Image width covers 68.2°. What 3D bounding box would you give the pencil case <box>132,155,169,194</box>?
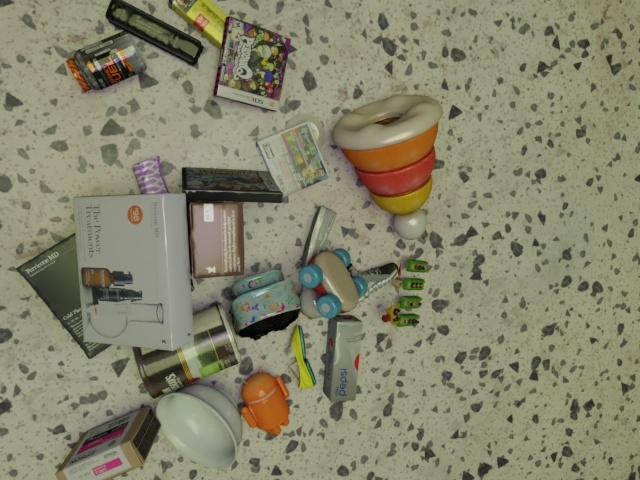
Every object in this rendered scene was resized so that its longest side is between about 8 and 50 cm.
[{"bbox_3d":[-0.489,-0.142,1.414,0.088,0.086,0.206,-22,93,7],"label":"pencil case"}]

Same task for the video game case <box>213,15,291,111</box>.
[{"bbox_3d":[-0.209,-0.537,1.457,0.210,0.042,0.231,6,101,-34],"label":"video game case"}]

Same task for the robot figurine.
[{"bbox_3d":[-0.182,0.534,1.569,0.158,0.128,0.219,-24,103,-7],"label":"robot figurine"}]

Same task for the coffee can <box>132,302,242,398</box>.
[{"bbox_3d":[-0.402,0.330,1.441,0.276,0.201,0.201,-20,101,-14],"label":"coffee can"}]

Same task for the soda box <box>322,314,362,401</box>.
[{"bbox_3d":[0.077,0.409,1.652,0.098,0.091,0.286,4,95,-18],"label":"soda box"}]

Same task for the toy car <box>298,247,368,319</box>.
[{"bbox_3d":[-0.011,0.170,1.558,0.219,0.238,0.210,-26,83,-55],"label":"toy car"}]

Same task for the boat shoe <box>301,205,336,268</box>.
[{"bbox_3d":[0.000,-0.001,1.594,0.081,0.079,0.227,18,87,-13],"label":"boat shoe"}]

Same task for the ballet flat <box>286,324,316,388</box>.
[{"bbox_3d":[-0.076,0.406,1.619,0.077,0.077,0.230,-14,102,2],"label":"ballet flat"}]

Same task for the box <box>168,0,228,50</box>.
[{"bbox_3d":[-0.340,-0.668,1.434,0.232,0.058,0.087,38,83,-18],"label":"box"}]

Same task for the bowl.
[{"bbox_3d":[-0.353,0.556,1.483,0.297,0.298,0.134,63,34,-13],"label":"bowl"}]

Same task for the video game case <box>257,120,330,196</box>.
[{"bbox_3d":[-0.087,-0.266,1.559,0.184,0.023,0.201,-24,104,-8],"label":"video game case"}]

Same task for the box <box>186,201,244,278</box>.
[{"bbox_3d":[-0.311,-0.017,1.339,0.143,0.381,0.191,-2,96,-17],"label":"box"}]

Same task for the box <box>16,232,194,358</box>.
[{"bbox_3d":[-0.600,0.100,1.370,0.343,0.179,0.312,-34,104,-12],"label":"box"}]

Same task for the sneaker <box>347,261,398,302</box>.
[{"bbox_3d":[0.157,0.116,1.652,0.229,0.086,0.132,-36,102,-10],"label":"sneaker"}]

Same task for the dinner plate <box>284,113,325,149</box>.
[{"bbox_3d":[-0.050,-0.353,1.577,0.141,0.017,0.141,-2,96,-18],"label":"dinner plate"}]

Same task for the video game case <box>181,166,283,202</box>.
[{"bbox_3d":[-0.269,-0.169,1.408,0.275,0.248,0.035,1,112,-17],"label":"video game case"}]

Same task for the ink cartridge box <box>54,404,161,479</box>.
[{"bbox_3d":[-0.612,0.609,1.385,0.235,0.193,0.088,-23,101,1],"label":"ink cartridge box"}]

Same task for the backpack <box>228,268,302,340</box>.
[{"bbox_3d":[-0.174,0.200,1.473,0.225,0.253,0.191,-17,80,-14],"label":"backpack"}]

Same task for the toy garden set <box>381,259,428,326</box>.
[{"bbox_3d":[0.312,0.191,1.676,0.204,0.049,0.244,6,95,-46],"label":"toy garden set"}]

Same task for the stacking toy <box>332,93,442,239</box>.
[{"bbox_3d":[0.261,-0.212,1.584,0.351,0.350,0.479,-27,122,-13],"label":"stacking toy"}]

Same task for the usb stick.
[{"bbox_3d":[-0.488,-0.618,1.403,0.278,0.045,0.077,23,95,-18],"label":"usb stick"}]

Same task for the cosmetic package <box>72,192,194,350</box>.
[{"bbox_3d":[-0.469,0.073,1.187,0.285,0.097,0.376,-1,95,19],"label":"cosmetic package"}]

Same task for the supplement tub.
[{"bbox_3d":[-0.606,-0.504,1.340,0.190,0.117,0.117,-30,103,-11],"label":"supplement tub"}]
